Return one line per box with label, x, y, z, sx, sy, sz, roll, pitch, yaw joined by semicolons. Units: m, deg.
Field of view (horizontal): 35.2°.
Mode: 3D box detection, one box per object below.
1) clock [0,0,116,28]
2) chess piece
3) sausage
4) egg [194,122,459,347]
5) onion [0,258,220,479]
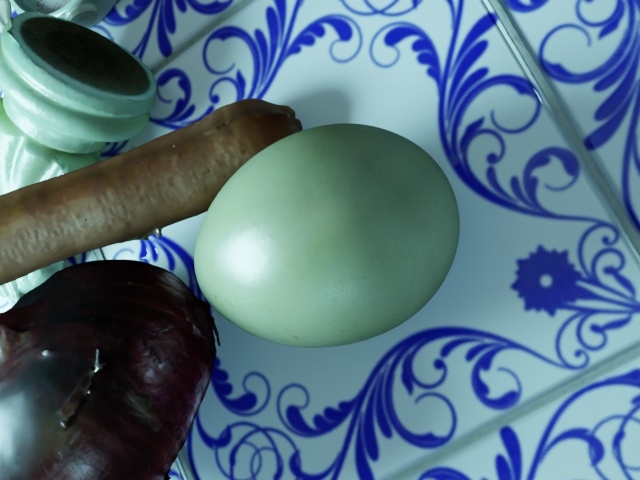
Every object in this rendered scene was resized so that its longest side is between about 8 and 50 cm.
clock;-0.285;-0.302;1.125;0.151;0.062;0.191;37;102;24
chess piece;-0.307;-0.078;1.082;0.176;0.176;0.298;43;117;24
sausage;-0.214;-0.038;0.973;0.419;0.094;0.094;-21;32;-5
egg;0.000;0.000;0.882;0.253;0.188;0.189;-20;76;34
onion;-0.240;0.138;0.943;0.314;0.232;0.314;-29;29;18
